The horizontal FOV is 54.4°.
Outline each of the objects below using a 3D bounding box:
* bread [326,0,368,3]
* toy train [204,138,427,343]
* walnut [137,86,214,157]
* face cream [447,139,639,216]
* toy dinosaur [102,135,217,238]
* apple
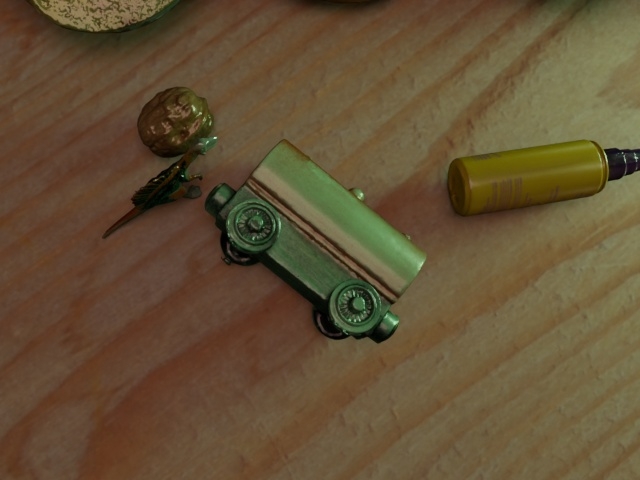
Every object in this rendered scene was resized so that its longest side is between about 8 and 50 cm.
[{"bbox_3d":[0.027,-0.375,0.828,0.189,0.077,0.114,-1,105,-6],"label":"bread"},{"bbox_3d":[0.000,0.000,0.781,0.285,0.116,0.177,39,71,0],"label":"toy train"},{"bbox_3d":[-0.183,-0.150,0.787,0.096,0.079,0.082,-37,50,1],"label":"walnut"},{"bbox_3d":[0.311,-0.090,0.827,0.273,0.078,0.078,-9,86,-6],"label":"face cream"},{"bbox_3d":[-0.200,-0.062,0.763,0.187,0.106,0.044,-29,88,-7],"label":"toy dinosaur"},{"bbox_3d":[-0.259,-0.359,0.781,0.265,0.120,0.193,-38,102,-4],"label":"apple"}]
